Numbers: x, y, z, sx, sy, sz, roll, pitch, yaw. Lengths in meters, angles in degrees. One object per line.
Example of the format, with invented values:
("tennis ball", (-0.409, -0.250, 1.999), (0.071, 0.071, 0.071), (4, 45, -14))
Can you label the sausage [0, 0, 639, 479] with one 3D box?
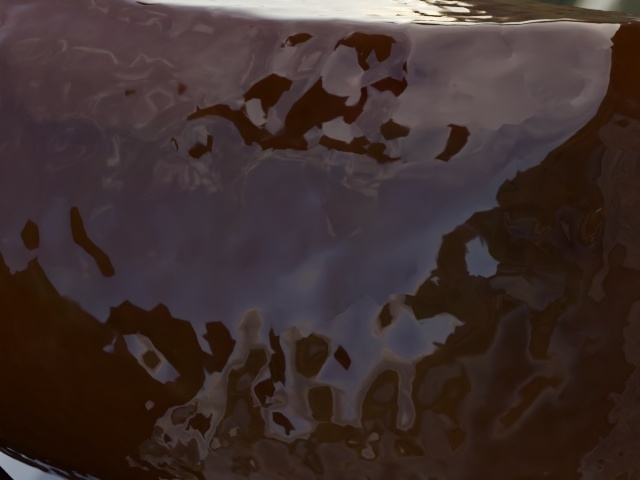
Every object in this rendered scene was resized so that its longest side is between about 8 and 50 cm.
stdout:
("sausage", (0.000, 0.001, 0.501), (0.153, 0.268, 0.141), (-23, -63, -61))

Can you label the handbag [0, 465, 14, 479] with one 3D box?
("handbag", (-0.235, 0.073, 0.472), (0.260, 0.275, 0.084), (-33, -15, -51))
